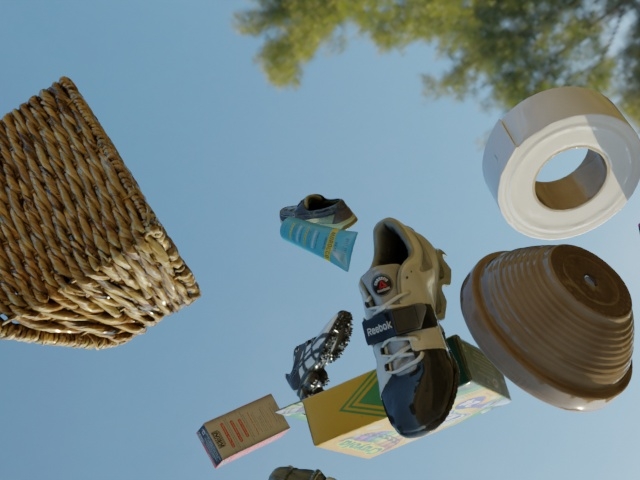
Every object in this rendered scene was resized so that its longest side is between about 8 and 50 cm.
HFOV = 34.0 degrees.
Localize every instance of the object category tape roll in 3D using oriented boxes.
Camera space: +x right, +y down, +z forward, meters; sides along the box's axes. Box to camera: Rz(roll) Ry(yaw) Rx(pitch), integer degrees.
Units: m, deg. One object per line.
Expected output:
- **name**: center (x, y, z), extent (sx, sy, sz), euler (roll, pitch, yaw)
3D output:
- **tape roll**: center (0.448, -0.141, 1.946), extent (0.286, 0.286, 0.100), euler (32, -154, -32)

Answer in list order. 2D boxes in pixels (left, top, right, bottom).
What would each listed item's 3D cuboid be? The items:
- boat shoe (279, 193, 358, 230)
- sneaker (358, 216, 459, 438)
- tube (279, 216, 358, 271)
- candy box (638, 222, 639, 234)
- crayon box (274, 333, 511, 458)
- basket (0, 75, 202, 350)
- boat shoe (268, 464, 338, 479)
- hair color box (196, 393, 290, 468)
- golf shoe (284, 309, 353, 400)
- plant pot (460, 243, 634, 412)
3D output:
- **boat shoe**: center (-0.011, -0.067, 2.265), extent (0.080, 0.223, 0.073), euler (-35, -64, -33)
- **sneaker**: center (0.105, 0.111, 1.444), extent (0.146, 0.122, 0.331), euler (43, -146, -38)
- **tube**: center (0.000, 0.000, 2.107), extent (0.052, 0.207, 0.080), euler (4, -80, -41)
- **candy box**: center (0.679, 0.051, 1.912), extent (0.071, 0.159, 0.234), euler (7, -115, -29)
- **crayon box**: center (0.118, 0.264, 1.662), extent (0.203, 0.323, 0.083), euler (31, -141, -58)
- **basket**: center (-0.308, -0.003, 1.254), extent (0.299, 0.223, 0.213), euler (53, 172, 33)
- **boat shoe**: center (-0.039, 0.410, 1.555), extent (0.099, 0.319, 0.116), euler (21, -119, 6)
- **hair color box**: center (-0.128, 0.317, 1.749), extent (0.141, 0.043, 0.072), euler (-18, -111, -36)
- **golf shoe**: center (-0.010, 0.210, 2.011), extent (0.094, 0.198, 0.077), euler (34, -168, 36)
- **plant pot**: center (0.297, 0.082, 1.272), extent (0.237, 0.110, 0.237), euler (20, -143, -16)
